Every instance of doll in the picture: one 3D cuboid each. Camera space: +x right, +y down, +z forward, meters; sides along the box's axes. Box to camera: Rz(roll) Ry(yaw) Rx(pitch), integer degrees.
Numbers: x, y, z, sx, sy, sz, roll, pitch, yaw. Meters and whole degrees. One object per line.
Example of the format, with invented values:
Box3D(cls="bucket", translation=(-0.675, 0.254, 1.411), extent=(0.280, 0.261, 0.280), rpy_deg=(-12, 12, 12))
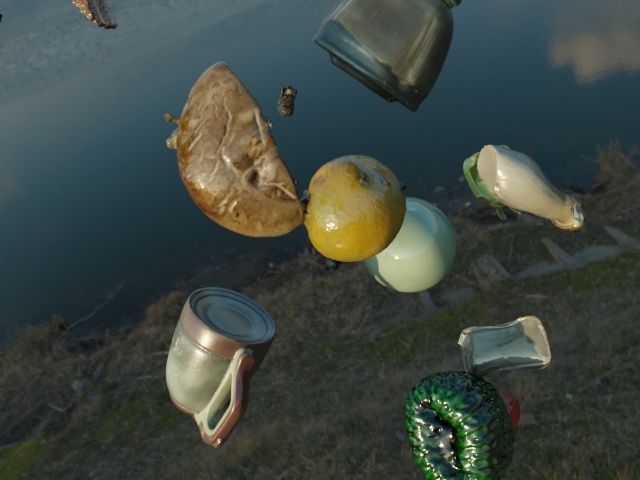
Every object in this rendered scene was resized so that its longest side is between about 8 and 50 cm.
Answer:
Box3D(cls="doll", translation=(-0.377, -0.379, 1.788), extent=(0.203, 0.286, 0.091), rpy_deg=(-25, 68, -18))

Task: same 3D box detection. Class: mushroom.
Box3D(cls="mushroom", translation=(0.379, -0.092, 1.063), extent=(0.116, 0.225, 0.093), rpy_deg=(-105, 39, -78))
Box3D(cls="mushroom", translation=(-0.143, -0.123, 0.918), extent=(0.151, 0.285, 0.156), rpy_deg=(-27, 6, -13))

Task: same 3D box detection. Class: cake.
Box3D(cls="cake", translation=(-0.657, -0.712, 1.639), extent=(0.113, 0.295, 0.116), rpy_deg=(-33, -1, 20))

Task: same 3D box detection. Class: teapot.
Box3D(cls="teapot", translation=(-0.256, 0.328, 1.479), extent=(0.233, 0.312, 0.315), rpy_deg=(11, 24, -34))
Box3D(cls="teapot", translation=(0.150, -0.396, 1.138), extent=(0.239, 0.240, 0.321), rpy_deg=(-54, -7, 13))

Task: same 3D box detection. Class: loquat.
Box3D(cls="loquat", translation=(0.062, -0.068, 1.290), extent=(0.244, 0.243, 0.243), rpy_deg=(-16, 33, 10))

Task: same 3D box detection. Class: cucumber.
Box3D(cls="cucumber", translation=(0.047, -0.010, 1.872), extent=(0.067, 0.067, 0.245), rpy_deg=(-13, 53, 15))

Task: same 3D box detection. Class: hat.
Box3D(cls="hat", translation=(0.356, 0.431, 1.423), extent=(0.242, 0.274, 0.332), rpy_deg=(-6, -2, 37))

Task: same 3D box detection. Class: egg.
Box3D(cls="egg", translation=(0.253, 0.011, 1.734), extent=(0.276, 0.276, 0.389), rpy_deg=(-18, 2, 6))

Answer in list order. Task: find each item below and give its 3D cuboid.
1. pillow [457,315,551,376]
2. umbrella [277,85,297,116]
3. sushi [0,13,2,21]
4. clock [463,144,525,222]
Box3D(cls="pillow", translation=(0.443, 0.261, 1.454), extent=(0.233, 0.038, 0.130), rpy_deg=(-21, 63, 39))
Box3D(cls="umbrella", translation=(-0.073, -0.299, 1.296), extent=(0.040, 0.037, 0.144), rpy_deg=(-14, -4, -7))
Box3D(cls="sushi", translation=(-0.708, -0.300, 1.033), extent=(0.059, 0.292, 0.294), rpy_deg=(29, 15, 26))
Box3D(cls="clock", translation=(0.552, -0.172, 1.852), extent=(0.170, 0.231, 0.069), rpy_deg=(-23, -1, -29))
